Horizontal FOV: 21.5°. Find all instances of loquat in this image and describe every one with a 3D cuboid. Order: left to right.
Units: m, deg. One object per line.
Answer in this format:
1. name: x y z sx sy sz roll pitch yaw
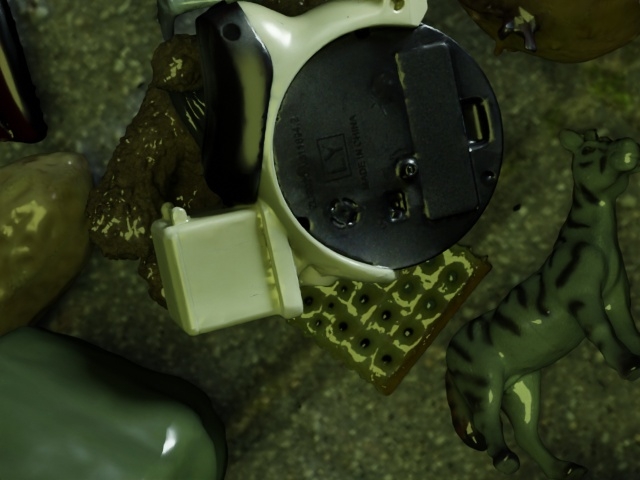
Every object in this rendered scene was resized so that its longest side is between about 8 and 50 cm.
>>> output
1. loquat: 0.173 -0.215 1.159 0.172 0.149 0.204 43 80 -8

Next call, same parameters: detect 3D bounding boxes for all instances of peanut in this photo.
1. peanut: -0.258 0.040 1.272 0.123 0.123 0.256 40 104 0

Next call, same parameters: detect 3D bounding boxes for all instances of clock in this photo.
1. clock: -0.028 -0.145 1.092 0.276 0.120 0.379 -17 99 -13

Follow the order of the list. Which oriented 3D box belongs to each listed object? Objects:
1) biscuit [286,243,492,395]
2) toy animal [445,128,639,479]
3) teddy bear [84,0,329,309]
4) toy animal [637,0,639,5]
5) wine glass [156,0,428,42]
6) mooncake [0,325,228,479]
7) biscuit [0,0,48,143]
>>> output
1. biscuit: 0.000 0.000 1.284 0.231 0.016 0.139 38 102 2
2. toy animal: 0.186 0.056 1.205 0.090 0.170 0.255 27 99 -40
3. teddy bear: -0.074 -0.081 1.216 0.251 0.182 0.129 -44 52 8
4. toy animal: 0.321 -0.184 1.074 0.210 0.229 0.221 42 98 -8
5. wine glass: -0.020 -0.182 1.236 0.198 0.066 0.066 -6 98 7
6. mooncake: -0.198 0.245 1.179 0.194 0.356 0.356 24 101 6
7. biscuit: -0.329 -0.126 1.285 0.235 0.063 0.151 -12 96 12
